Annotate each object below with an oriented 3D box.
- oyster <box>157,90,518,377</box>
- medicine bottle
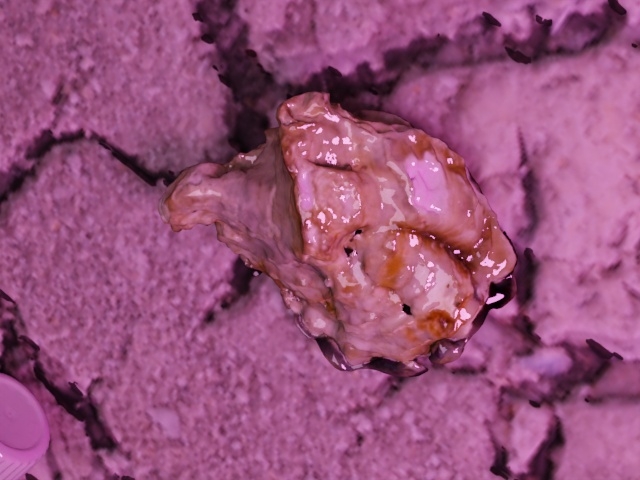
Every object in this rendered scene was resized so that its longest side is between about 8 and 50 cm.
[{"bbox_3d":[0.000,0.000,0.872,0.191,0.081,0.163,-1,108,28],"label":"oyster"},{"bbox_3d":[-0.254,0.158,1.024,0.203,0.083,0.083,-40,85,29],"label":"medicine bottle"}]
